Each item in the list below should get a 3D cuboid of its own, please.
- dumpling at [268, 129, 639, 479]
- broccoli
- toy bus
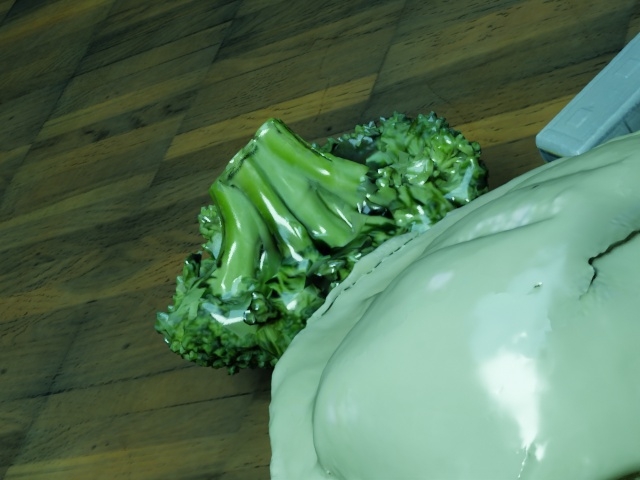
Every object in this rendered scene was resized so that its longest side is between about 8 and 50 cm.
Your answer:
[{"bbox_3d":[0.121,0.041,0.814,0.395,0.233,0.315,-43,39,-21],"label":"dumpling"},{"bbox_3d":[0.003,0.001,1.031,0.198,0.176,0.226,-76,11,-48],"label":"broccoli"},{"bbox_3d":[0.232,-0.104,1.021,0.190,0.075,0.064,-46,31,-8],"label":"toy bus"}]
